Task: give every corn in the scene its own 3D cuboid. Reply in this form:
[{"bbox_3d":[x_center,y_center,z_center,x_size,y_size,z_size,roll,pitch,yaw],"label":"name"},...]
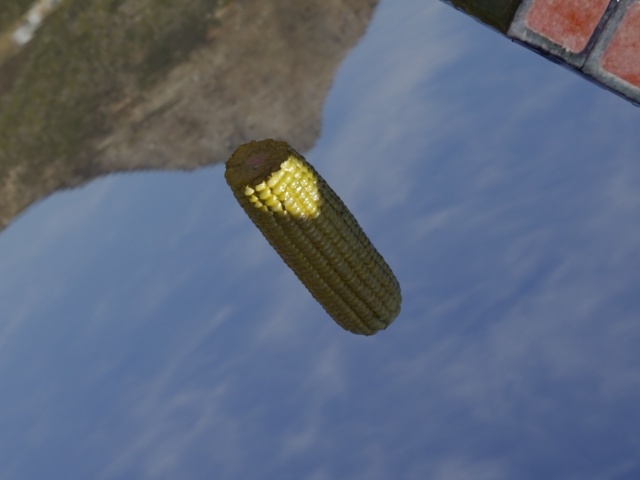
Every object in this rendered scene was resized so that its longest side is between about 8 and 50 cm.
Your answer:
[{"bbox_3d":[0.000,0.000,1.307,0.081,0.248,0.081,-21,-139,20],"label":"corn"}]

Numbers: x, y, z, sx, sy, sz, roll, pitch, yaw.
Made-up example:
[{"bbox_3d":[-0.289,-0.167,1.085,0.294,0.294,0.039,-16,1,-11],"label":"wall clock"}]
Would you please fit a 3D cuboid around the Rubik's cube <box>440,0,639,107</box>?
[{"bbox_3d":[0.312,-0.326,1.451,0.305,0.304,0.301,-60,-153,11],"label":"Rubik's cube"}]
